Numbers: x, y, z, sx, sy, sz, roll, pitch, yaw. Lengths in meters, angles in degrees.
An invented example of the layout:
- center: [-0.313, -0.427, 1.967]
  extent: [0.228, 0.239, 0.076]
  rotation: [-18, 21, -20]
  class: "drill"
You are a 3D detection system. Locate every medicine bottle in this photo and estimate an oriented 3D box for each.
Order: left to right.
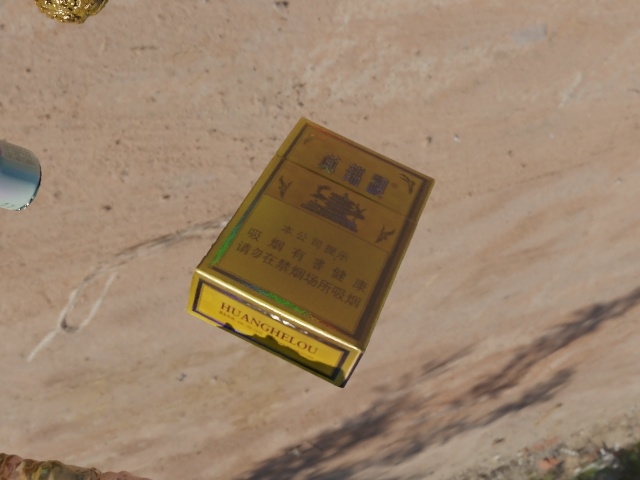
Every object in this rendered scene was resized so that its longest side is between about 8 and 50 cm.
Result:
- center: [-0.659, -0.139, 1.521]
  extent: [0.135, 0.135, 0.168]
  rotation: [-38, 154, 18]
  class: "medicine bottle"

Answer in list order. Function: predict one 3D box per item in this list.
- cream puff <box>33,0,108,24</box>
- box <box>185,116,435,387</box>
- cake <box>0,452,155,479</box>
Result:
- center: [-0.461, -0.463, 1.378]
  extent: [0.115, 0.165, 0.150]
  rotation: [-23, 113, -50]
  class: "cream puff"
- center: [0.000, 0.000, 0.900]
  extent: [0.301, 0.193, 0.084]
  rotation: [-61, 176, -44]
  class: "box"
- center: [-0.254, 0.396, 0.813]
  extent: [0.307, 0.314, 0.293]
  rotation: [0, 153, 20]
  class: "cake"
